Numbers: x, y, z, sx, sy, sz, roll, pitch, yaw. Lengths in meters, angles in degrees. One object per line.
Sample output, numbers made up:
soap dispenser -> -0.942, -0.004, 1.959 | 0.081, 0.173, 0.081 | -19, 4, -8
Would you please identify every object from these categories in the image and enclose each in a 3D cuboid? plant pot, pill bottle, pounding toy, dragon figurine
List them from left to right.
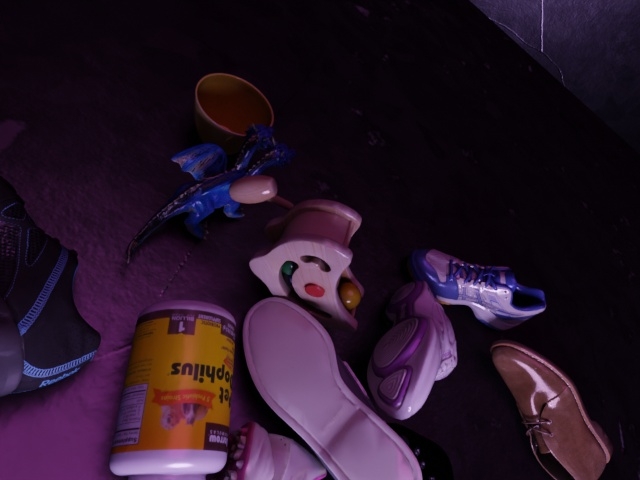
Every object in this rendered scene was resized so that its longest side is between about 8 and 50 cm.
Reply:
pill bottle -> -0.159, 0.184, 0.461 | 0.117, 0.117, 0.215 | 14, 56, -26
dragon figurine -> -0.162, -0.083, 0.600 | 0.085, 0.144, 0.289 | 46, 46, 16
plant pot -> -0.161, -0.203, 0.717 | 0.134, 0.095, 0.134 | 16, 55, -24
pounding toy -> 0.000, 0.000, 0.604 | 0.269, 0.154, 0.155 | 58, 37, -39

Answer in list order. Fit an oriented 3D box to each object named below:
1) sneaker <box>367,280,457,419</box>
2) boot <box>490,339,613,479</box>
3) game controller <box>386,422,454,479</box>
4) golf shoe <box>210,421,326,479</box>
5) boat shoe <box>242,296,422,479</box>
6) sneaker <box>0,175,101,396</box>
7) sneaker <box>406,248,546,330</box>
sneaker -> 0.167, 0.177, 0.649 | 0.152, 0.114, 0.305 | 52, 28, -5
boot -> 0.420, 0.325, 0.774 | 0.115, 0.112, 0.305 | -37, 88, -32
game controller -> 0.109, 0.414, 0.530 | 0.166, 0.067, 0.319 | 29, 51, -16
golf shoe -> -0.064, 0.357, 0.423 | 0.140, 0.115, 0.306 | 27, 52, -22
boat shoe -> 0.002, 0.212, 0.554 | 0.116, 0.099, 0.319 | -36, 60, -15
sneaker -> -0.364, 0.011, 0.459 | 0.139, 0.125, 0.341 | 8, 50, -62
sneaker -> 0.318, 0.078, 0.837 | 0.296, 0.131, 0.112 | 25, 53, -17
